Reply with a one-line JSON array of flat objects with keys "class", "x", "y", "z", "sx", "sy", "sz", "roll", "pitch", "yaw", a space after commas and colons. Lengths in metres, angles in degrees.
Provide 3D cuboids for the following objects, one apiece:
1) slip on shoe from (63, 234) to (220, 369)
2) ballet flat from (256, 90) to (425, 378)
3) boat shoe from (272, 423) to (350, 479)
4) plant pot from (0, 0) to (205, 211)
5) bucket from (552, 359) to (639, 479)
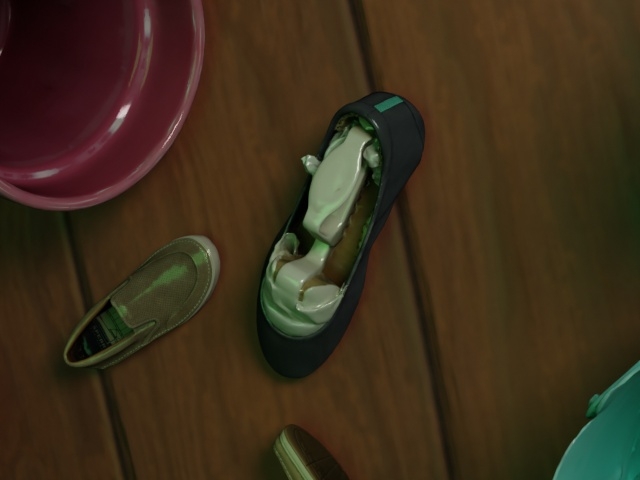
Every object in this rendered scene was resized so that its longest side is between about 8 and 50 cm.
[{"class": "slip on shoe", "x": -0.125, "y": 0.045, "z": 0.826, "sx": 0.135, "sy": 0.041, "sz": 0.051, "roll": -35, "pitch": 81, "yaw": 24}, {"class": "ballet flat", "x": 0.000, "y": 0.000, "z": 0.750, "sx": 0.074, "sy": 0.074, "sz": 0.203, "roll": 31, "pitch": 108, "yaw": 18}, {"class": "boat shoe", "x": 0.005, "y": 0.184, "z": 0.778, "sx": 0.045, "sy": 0.050, "sz": 0.135, "roll": -36, "pitch": 81, "yaw": 18}, {"class": "plant pot", "x": -0.207, "y": -0.135, "z": 0.771, "sx": 0.180, "sy": 0.201, "sz": 0.201, "roll": 19, "pitch": 104, "yaw": 37}, {"class": "bucket", "x": 0.263, "y": 0.147, "z": 0.585, "sx": 0.281, "sy": 0.183, "sz": 0.281, "roll": 3, "pitch": 97, "yaw": 23}]
